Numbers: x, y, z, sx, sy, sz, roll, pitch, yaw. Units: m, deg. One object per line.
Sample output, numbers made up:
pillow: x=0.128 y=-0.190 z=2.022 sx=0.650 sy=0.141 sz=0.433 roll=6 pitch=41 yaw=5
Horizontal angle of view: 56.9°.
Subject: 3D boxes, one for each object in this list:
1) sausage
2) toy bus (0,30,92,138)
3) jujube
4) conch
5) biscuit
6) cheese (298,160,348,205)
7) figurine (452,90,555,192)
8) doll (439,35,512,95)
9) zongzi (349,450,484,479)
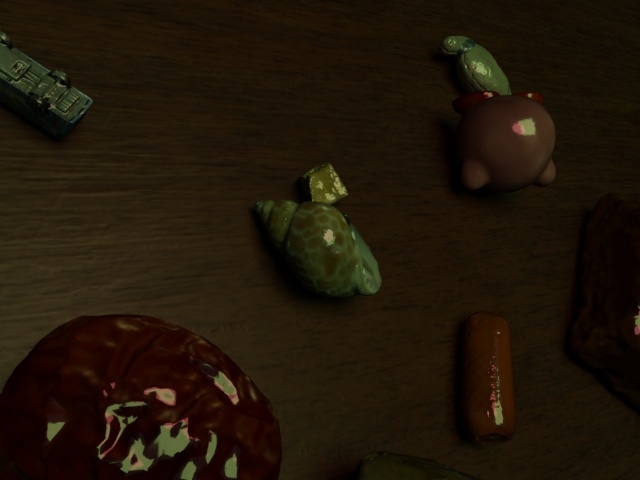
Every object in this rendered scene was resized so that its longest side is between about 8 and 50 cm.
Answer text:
sausage: x=0.241 y=0.192 z=0.853 sx=0.076 sy=0.076 sz=0.198 roll=24 pitch=56 yaw=-24
toy bus: x=-0.328 y=-0.173 z=0.639 sx=0.153 sy=0.061 sz=0.051 roll=34 pitch=55 yaw=-15
jujube: x=-0.158 y=0.177 z=0.501 sx=0.232 sy=0.213 sz=0.213 roll=35 pitch=53 yaw=-8
conch: x=0.004 y=0.015 z=0.759 sx=0.173 sy=0.105 sz=0.116 roll=35 pitch=44 yaw=-35
biscuit: x=0.645 y=0.124 z=1.102 sx=0.342 sy=0.166 sz=0.395 roll=35 pitch=55 yaw=-14
cheese: x=-0.006 y=-0.072 z=0.826 sx=0.084 sy=0.041 sz=0.060 roll=-34 pitch=98 yaw=-55
figurine: x=0.315 y=-0.165 z=1.009 sx=0.173 sy=0.173 sz=0.174 roll=15 pitch=61 yaw=-29
doll: x=0.313 y=-0.318 z=1.137 sx=0.214 sy=0.071 sz=0.104 roll=40 pitch=53 yaw=-17
zongzi: x=0.205 y=0.353 z=0.564 sx=0.355 sy=0.393 sz=0.174 roll=32 pitch=77 yaw=-13
